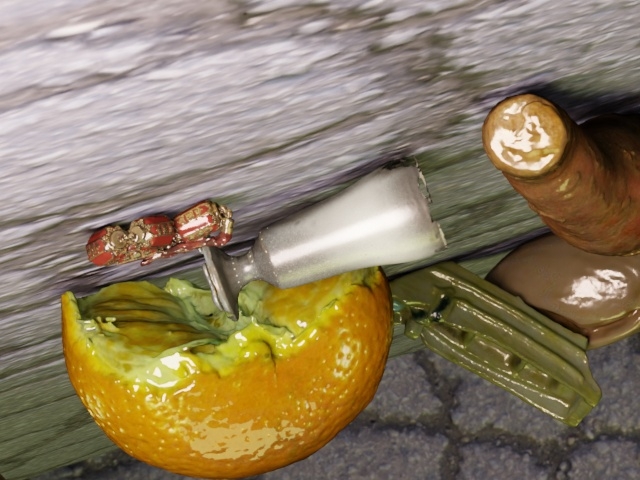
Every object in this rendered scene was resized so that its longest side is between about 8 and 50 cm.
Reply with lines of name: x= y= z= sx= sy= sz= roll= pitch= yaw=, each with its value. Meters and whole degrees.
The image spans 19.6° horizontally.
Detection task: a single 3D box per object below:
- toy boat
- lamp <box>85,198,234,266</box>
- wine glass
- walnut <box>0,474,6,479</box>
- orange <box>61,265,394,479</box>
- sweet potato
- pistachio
toy boat: x=0.179 y=0.099 z=1.995 sx=0.084 sy=0.276 sz=0.111 roll=-63 pitch=179 yaw=-24
lamp: x=-0.102 y=-0.001 z=1.127 sx=0.083 sy=0.031 sz=0.063 roll=-7 pitch=167 yaw=-36
wine glass: x=0.000 y=0.000 z=1.217 sx=0.155 sy=0.072 sz=0.072 roll=-19 pitch=173 yaw=2
walnut: x=-0.373 y=0.313 z=1.488 sx=0.381 sy=0.381 sz=0.381 roll=-18 pitch=173 yaw=-2
orange: x=-0.063 y=0.084 z=1.327 sx=0.237 sy=0.158 sz=0.179 roll=-16 pitch=-155 yaw=-18
sweet potato: x=0.188 y=-0.042 z=1.264 sx=0.109 sy=0.109 sz=0.385 roll=-22 pitch=171 yaw=25
pistachio: x=0.287 y=0.047 z=2.028 sx=0.238 sy=0.138 sz=0.153 roll=-18 pitch=-147 yaw=21
